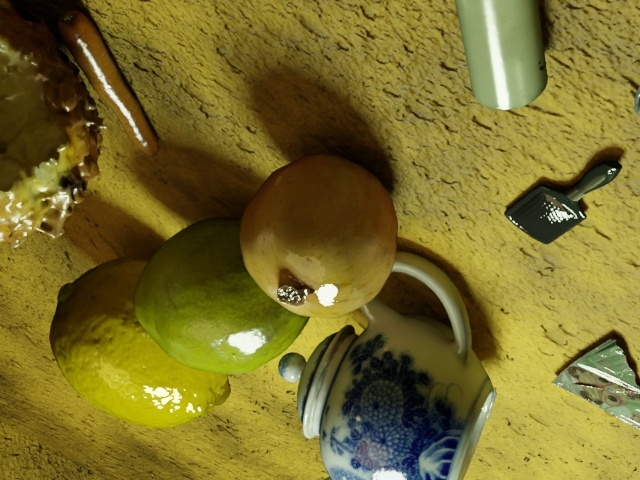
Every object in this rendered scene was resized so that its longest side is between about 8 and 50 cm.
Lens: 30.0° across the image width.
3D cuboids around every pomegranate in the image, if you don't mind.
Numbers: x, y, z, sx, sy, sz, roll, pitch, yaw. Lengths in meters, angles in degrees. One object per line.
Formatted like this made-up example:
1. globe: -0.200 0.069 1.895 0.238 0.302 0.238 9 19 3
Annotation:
1. pomegranate: 0.003 -0.003 1.378 0.191 0.191 0.191 24 150 14

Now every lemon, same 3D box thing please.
1. lemon: -0.265 0.160 1.825 0.320 0.245 0.245 35 152 -20

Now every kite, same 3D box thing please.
1. kite: 0.398 0.188 1.473 0.250 0.012 0.229 2 143 41

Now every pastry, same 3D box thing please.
1. pastry: -0.446 -0.176 1.428 0.405 0.292 0.337 40 169 -17

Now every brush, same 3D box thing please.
1. brush: 0.256 -0.043 1.245 0.063 0.016 0.193 33 152 -5

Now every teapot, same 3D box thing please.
1. teapot: 0.073 0.207 1.562 0.280 0.252 0.424 21 117 15

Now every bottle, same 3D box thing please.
1. bottle: 0.152 -0.207 1.032 0.072 0.072 0.201 15 147 27

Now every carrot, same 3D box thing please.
1. carrot: -0.258 -0.190 1.485 0.043 0.043 0.248 12 147 32

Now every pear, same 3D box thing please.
1. pear: -0.124 0.072 1.589 0.269 0.212 0.212 -12 132 29

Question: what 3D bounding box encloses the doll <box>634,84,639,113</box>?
1. doll: 0.329 -0.123 1.009 0.104 0.062 0.194 28 144 5
